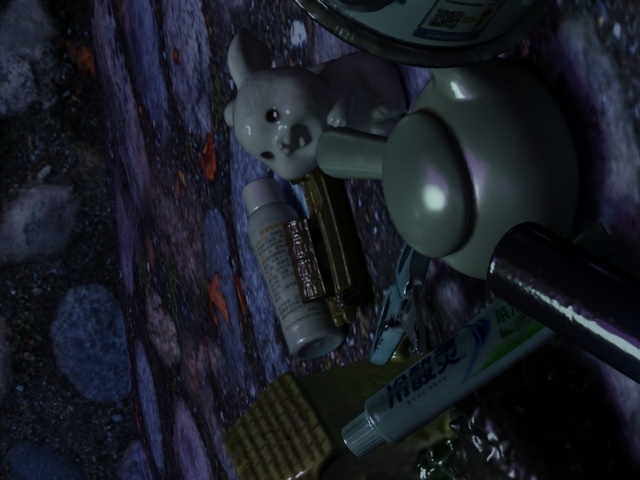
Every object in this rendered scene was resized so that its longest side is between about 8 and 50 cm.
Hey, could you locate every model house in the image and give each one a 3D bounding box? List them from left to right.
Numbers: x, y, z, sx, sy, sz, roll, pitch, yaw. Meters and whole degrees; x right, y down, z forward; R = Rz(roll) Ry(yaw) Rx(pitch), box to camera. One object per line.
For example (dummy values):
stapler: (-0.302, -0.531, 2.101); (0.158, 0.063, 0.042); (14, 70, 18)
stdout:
model house: (0.046, 0.304, 1.493); (0.261, 0.266, 0.321); (-130, 34, -60)

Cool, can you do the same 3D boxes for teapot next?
teapot: (0.117, -0.054, 1.267); (0.318, 0.149, 0.220); (138, 120, -66)

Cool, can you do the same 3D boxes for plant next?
plant: (0.189, 0.181, 1.224); (0.194, 0.132, 0.129); (62, 153, 28)

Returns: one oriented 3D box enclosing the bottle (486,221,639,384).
bottle: (0.236, 0.066, 1.050); (0.244, 0.072, 0.082); (32, 97, 44)

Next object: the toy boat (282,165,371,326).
toy boat: (0.000, 0.000, 1.707); (0.068, 0.088, 0.226); (147, 110, -69)

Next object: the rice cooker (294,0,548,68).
rice cooker: (0.095, -0.287, 1.041); (0.264, 0.316, 0.316); (36, 155, -1)

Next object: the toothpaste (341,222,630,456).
toothpaste: (0.140, 0.097, 1.180); (0.048, 0.297, 0.074); (35, -157, -45)

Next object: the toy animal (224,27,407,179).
toy animal: (-0.010, -0.156, 1.517); (0.178, 0.193, 0.127); (-112, 21, -49)

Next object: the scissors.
scissors: (0.086, 0.065, 1.346); (0.360, 0.029, 0.191); (-75, 5, -81)

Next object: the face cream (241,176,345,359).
face cream: (-0.045, 0.032, 1.860); (0.082, 0.082, 0.269); (111, 144, -56)
